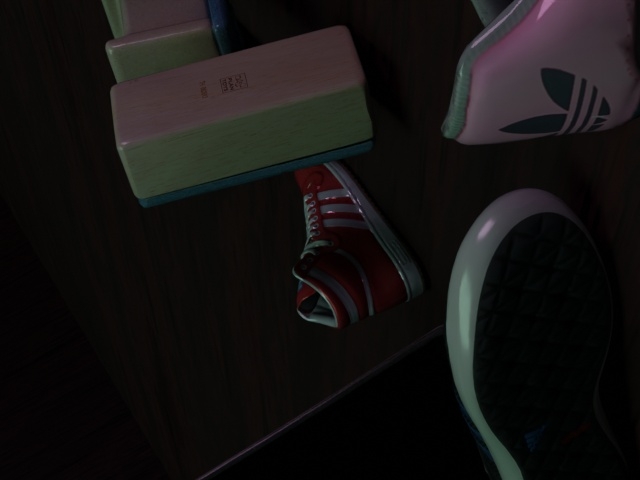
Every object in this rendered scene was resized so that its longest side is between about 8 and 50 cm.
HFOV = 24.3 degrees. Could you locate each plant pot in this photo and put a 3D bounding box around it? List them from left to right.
[{"bbox_3d":[0.050,0.185,0.811,0.188,0.187,0.167,57,178,18],"label":"plant pot"}]

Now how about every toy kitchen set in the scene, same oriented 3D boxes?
[{"bbox_3d":[-0.039,-0.068,0.819,0.207,0.122,0.166,-104,0,-47],"label":"toy kitchen set"}]

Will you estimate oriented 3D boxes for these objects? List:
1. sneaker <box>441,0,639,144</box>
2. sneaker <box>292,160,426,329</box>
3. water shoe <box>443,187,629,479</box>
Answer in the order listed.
[{"bbox_3d":[0.011,-0.163,0.372,0.319,0.131,0.112,56,165,22],"label":"sneaker"},{"bbox_3d":[0.000,0.000,0.830,0.118,0.067,0.042,51,162,35],"label":"sneaker"},{"bbox_3d":[0.080,0.052,0.646,0.080,0.073,0.203,49,160,48],"label":"water shoe"}]
